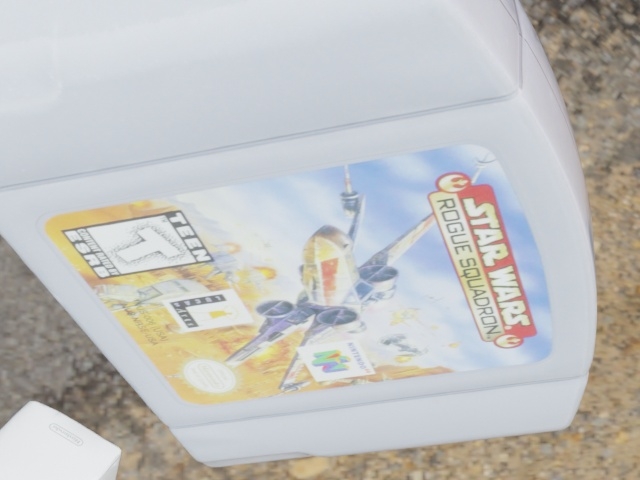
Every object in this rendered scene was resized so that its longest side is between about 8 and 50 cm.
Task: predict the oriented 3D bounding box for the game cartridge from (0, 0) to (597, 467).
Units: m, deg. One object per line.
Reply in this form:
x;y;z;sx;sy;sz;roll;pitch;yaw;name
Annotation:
0.000;0.000;0.465;0.198;0.297;0.062;-6;54;17;game cartridge

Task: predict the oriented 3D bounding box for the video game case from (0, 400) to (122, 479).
-0.200;0.243;0.578;0.061;0.244;0.269;26;129;11;video game case
